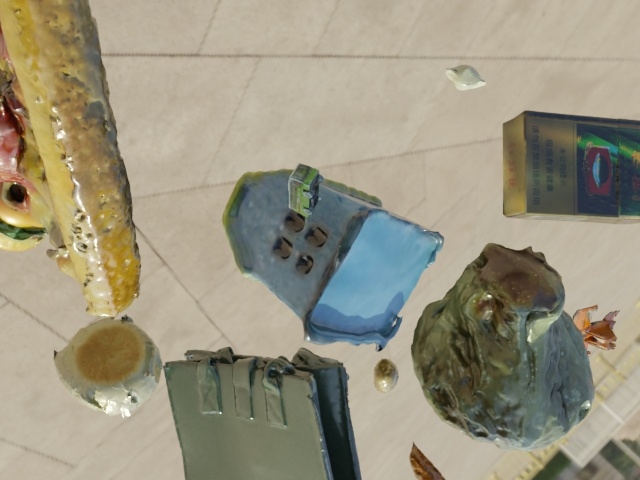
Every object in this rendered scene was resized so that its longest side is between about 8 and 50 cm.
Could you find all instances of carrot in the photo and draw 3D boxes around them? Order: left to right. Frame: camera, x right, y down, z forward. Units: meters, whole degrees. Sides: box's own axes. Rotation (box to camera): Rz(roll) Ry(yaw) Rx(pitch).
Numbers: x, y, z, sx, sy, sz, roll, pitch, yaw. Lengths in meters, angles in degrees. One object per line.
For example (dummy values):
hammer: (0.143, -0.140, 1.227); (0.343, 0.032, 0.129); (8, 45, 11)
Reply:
carrot: (0.174, 0.345, 0.976); (0.057, 0.224, 0.057); (-37, 167, -10)

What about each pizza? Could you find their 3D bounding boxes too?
pizza: (-0.310, -0.161, 0.784); (0.130, 0.406, 0.440); (-23, 131, -28)

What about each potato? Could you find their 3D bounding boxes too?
potato: (0.105, 0.216, 1.279); (0.083, 0.040, 0.051); (79, 15, -70)

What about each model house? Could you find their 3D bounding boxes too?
model house: (0.000, 0.000, 1.271); (0.237, 0.303, 0.216); (16, 108, -49)

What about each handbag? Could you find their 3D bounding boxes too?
handbag: (-0.068, 0.253, 0.948); (0.079, 0.247, 0.260); (-20, 104, -50)

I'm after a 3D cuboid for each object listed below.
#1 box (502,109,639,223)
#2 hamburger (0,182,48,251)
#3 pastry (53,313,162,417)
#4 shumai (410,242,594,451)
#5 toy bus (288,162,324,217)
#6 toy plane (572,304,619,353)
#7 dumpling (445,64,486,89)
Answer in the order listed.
box: (0.402, -0.109, 1.244); (0.240, 0.159, 0.071); (1, 173, -18)
hamburger: (-0.670, -0.102, 1.749); (0.170, 0.246, 0.246); (-49, 158, 21)
pastry: (-0.329, 0.197, 1.262); (0.166, 0.166, 0.088); (-34, 150, -27)
shumai: (0.268, 0.144, 1.025); (0.222, 0.260, 0.225); (-43, -160, 51)
toy bus: (-0.019, -0.061, 0.975); (0.031, 0.037, 0.083); (-58, 167, -23)
toy plane: (0.403, 0.160, 1.332); (0.188, 0.062, 0.135); (-9, 135, 7)
dumpling: (0.299, -0.337, 1.656); (0.076, 0.052, 0.057); (-11, -170, -2)
